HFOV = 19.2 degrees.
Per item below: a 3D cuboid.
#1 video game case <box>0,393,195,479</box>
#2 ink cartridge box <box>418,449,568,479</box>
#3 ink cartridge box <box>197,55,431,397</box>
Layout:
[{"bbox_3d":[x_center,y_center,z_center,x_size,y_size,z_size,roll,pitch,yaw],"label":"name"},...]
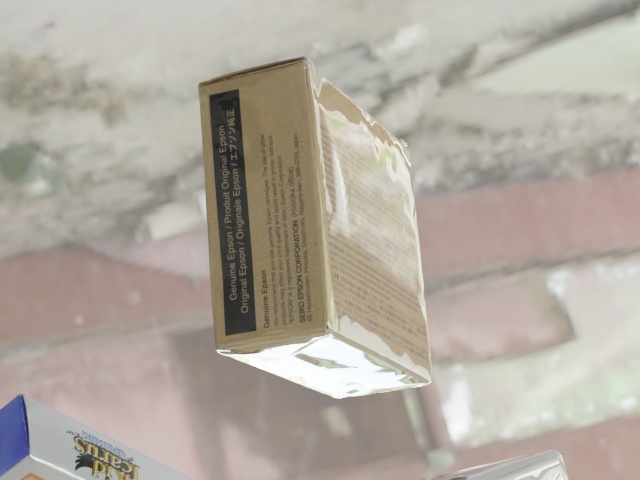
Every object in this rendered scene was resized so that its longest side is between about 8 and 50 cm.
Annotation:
[{"bbox_3d":[-0.219,0.249,1.397,0.269,0.061,0.244,-38,132,22],"label":"video game case"},{"bbox_3d":[-0.037,0.214,0.938,0.306,0.131,0.226,-15,176,-39],"label":"ink cartridge box"},{"bbox_3d":[0.000,0.000,1.347,0.088,0.193,0.234,-11,163,19],"label":"ink cartridge box"}]
